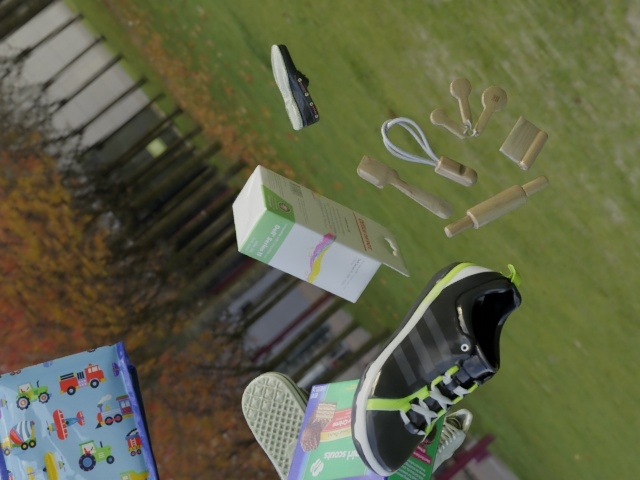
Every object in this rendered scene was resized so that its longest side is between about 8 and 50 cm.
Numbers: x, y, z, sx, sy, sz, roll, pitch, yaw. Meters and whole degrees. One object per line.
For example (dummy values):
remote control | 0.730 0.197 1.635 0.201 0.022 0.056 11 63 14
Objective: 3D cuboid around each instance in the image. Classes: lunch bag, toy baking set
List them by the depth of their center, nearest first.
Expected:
toy baking set | 0.186 -0.107 1.426 0.197 0.256 0.030 58 171 2
lunch bag | -0.362 0.330 1.560 0.138 0.221 0.293 90 164 -65

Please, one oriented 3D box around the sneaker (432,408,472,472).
sneaker | 0.218 0.390 2.012 0.090 0.095 0.235 46 -151 12

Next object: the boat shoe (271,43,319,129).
boat shoe | -0.040 -0.236 1.580 0.133 0.042 0.049 70 162 -8

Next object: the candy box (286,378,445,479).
candy box | 0.067 0.411 1.852 0.122 0.317 0.268 33 148 -31

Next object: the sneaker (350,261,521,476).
sneaker | 0.114 0.116 0.978 0.097 0.235 0.084 10 156 51

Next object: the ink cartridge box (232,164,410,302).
ink cartridge box | 0.000 0.000 2.197 0.353 0.119 0.207 25 -156 -21

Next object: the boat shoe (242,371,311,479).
boat shoe | 0.001 0.505 2.198 0.500 0.186 0.156 60 -169 18
